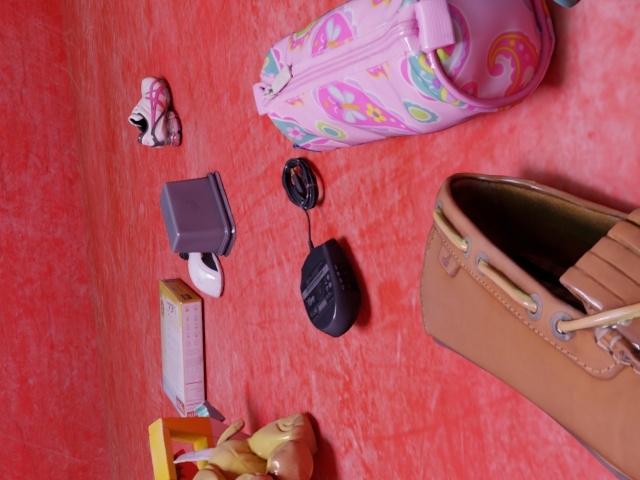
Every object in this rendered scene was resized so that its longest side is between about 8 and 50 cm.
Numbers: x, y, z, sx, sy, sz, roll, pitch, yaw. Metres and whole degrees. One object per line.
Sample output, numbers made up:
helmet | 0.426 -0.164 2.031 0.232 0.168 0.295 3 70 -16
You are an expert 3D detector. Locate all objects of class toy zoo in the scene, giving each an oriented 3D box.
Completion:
toy zoo | -0.143 0.357 0.946 0.030 0.192 0.293 -38 49 21

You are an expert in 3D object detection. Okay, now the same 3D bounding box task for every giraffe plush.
giraffe plush | -0.075 0.340 0.864 0.210 0.181 0.170 -14 106 44

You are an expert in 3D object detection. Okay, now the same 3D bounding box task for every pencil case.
pencil case | 0.046 -0.140 0.549 0.284 0.124 0.124 4 99 62

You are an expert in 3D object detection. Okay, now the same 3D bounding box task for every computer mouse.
computer mouse | -0.218 0.028 1.200 0.193 0.042 0.106 52 138 47
computer mouse | 0.000 0.000 0.773 0.071 0.041 0.242 -50 44 44

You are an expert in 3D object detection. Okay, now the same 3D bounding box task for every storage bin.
storage bin | -0.205 -0.037 1.107 0.098 0.091 0.135 -59 43 51

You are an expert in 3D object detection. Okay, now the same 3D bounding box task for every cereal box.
cereal box | -0.273 0.210 1.340 0.173 0.047 0.240 24 117 60

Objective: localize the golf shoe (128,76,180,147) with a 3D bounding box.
golf shoe | -0.329 -0.254 1.319 0.067 0.086 0.186 111 145 -44

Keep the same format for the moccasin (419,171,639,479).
moccasin | 0.175 0.028 0.327 0.380 0.139 0.146 -144 44 -68

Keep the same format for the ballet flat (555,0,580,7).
ballet flat | 0.086 -0.348 0.428 0.182 0.164 0.482 -48 55 29
